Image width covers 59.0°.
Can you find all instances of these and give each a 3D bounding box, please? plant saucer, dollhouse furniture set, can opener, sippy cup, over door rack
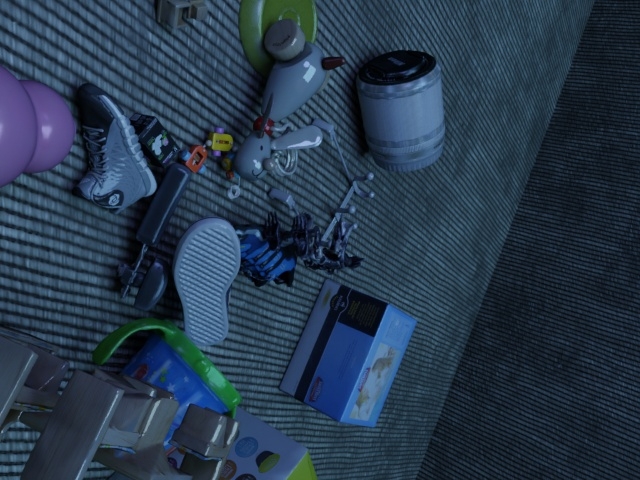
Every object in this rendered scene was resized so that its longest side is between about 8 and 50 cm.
[{"bbox_3d":[-0.077,-0.468,1.224,0.241,0.037,0.241,-28,127,-45],"label":"plant saucer"},{"bbox_3d":[-0.383,0.294,0.797,0.362,0.394,0.257,58,51,-64],"label":"dollhouse furniture set"},{"bbox_3d":[-0.216,-0.482,1.013,0.182,0.101,0.161,-31,153,-44],"label":"dollhouse furniture set"},{"bbox_3d":[-0.306,-0.010,1.068,0.093,0.074,0.280,21,90,-18],"label":"can opener"},{"bbox_3d":[-0.313,0.311,1.115,0.224,0.305,0.240,-43,179,-20],"label":"sippy cup"},{"bbox_3d":[0.029,-0.114,1.469,0.240,0.108,0.324,-60,143,-17],"label":"over door rack"}]

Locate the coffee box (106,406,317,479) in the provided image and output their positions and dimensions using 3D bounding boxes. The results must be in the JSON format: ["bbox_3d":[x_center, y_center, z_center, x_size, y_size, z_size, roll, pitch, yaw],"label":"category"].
[{"bbox_3d":[-0.218,0.610,1.260,0.337,0.334,0.338,-42,135,-35],"label":"coffee box"}]

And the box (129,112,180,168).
[{"bbox_3d":[-0.307,-0.179,1.020,0.052,0.062,0.083,-57,142,-22],"label":"box"}]

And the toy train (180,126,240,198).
[{"bbox_3d":[-0.219,-0.162,1.166,0.166,0.046,0.125,39,75,-50],"label":"toy train"}]

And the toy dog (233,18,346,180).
[{"bbox_3d":[-0.050,-0.278,1.165,0.220,0.161,0.334,-2,104,-54],"label":"toy dog"}]

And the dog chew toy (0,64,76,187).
[{"bbox_3d":[-0.464,-0.148,0.714,0.332,0.206,0.207,-15,117,-59],"label":"dog chew toy"}]

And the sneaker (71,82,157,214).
[{"bbox_3d":[-0.368,-0.134,0.941,0.132,0.086,0.229,-46,139,-28],"label":"sneaker"}]

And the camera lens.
[{"bbox_3d":[0.218,-0.351,1.519,0.219,0.219,0.274,-45,137,-33],"label":"camera lens"}]

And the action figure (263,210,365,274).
[{"bbox_3d":[0.000,0.000,1.290,0.275,0.164,0.141,24,71,-57],"label":"action figure"}]

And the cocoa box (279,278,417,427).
[{"bbox_3d":[0.087,0.328,1.640,0.231,0.228,0.347,34,78,-54],"label":"cocoa box"}]

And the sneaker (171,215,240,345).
[{"bbox_3d":[-0.228,0.059,1.110,0.126,0.127,0.321,2,131,-16],"label":"sneaker"}]

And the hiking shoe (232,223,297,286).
[{"bbox_3d":[-0.142,0.037,1.271,0.304,0.113,0.132,8,77,-54],"label":"hiking shoe"}]
